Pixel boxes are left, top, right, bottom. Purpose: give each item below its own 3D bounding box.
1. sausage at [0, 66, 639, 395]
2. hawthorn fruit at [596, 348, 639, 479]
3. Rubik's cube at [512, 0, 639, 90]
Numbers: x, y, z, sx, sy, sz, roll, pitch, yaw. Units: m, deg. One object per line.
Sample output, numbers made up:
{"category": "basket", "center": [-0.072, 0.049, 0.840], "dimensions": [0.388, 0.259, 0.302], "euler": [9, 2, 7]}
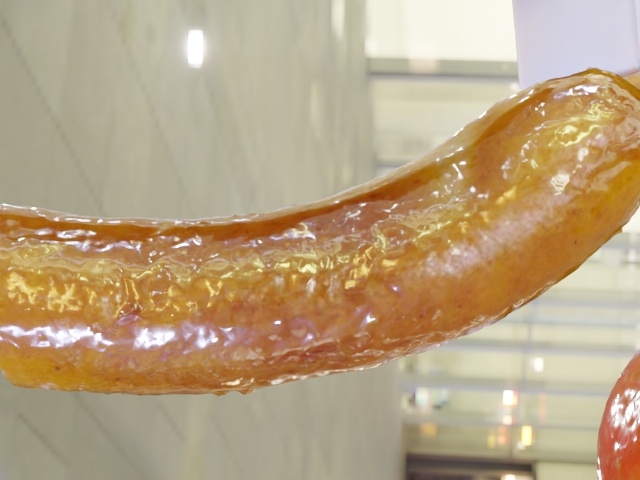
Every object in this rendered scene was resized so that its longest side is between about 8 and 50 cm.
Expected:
{"category": "sausage", "center": [0.002, 0.005, 0.655], "dimensions": [0.076, 0.302, 0.103], "euler": [179, -102, -83]}
{"category": "hawthorn fruit", "center": [0.287, 0.174, 1.087], "dimensions": [0.205, 0.205, 0.253], "euler": [-56, 166, -80]}
{"category": "Rubik's cube", "center": [0.308, -0.237, 0.980], "dimensions": [0.291, 0.291, 0.291], "euler": [3, 80, -42]}
